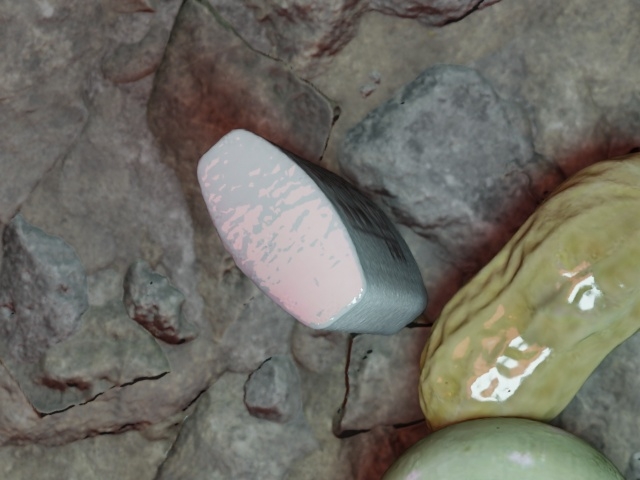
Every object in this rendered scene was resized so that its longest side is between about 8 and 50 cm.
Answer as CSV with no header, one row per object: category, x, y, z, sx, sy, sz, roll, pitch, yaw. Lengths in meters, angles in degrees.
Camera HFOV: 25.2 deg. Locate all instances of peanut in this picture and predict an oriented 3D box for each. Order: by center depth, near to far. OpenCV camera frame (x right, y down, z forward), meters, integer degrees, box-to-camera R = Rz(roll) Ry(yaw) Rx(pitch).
peanut,0.203,0.057,1.249,0.313,0.152,0.152,-44,77,9

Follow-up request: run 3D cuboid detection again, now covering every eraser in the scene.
eraser,0.000,0.000,1.239,0.095,0.270,0.174,-41,77,9

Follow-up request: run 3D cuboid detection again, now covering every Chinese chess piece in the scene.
Chinese chess piece,0.155,0.271,1.214,0.250,0.101,0.250,3,117,6
